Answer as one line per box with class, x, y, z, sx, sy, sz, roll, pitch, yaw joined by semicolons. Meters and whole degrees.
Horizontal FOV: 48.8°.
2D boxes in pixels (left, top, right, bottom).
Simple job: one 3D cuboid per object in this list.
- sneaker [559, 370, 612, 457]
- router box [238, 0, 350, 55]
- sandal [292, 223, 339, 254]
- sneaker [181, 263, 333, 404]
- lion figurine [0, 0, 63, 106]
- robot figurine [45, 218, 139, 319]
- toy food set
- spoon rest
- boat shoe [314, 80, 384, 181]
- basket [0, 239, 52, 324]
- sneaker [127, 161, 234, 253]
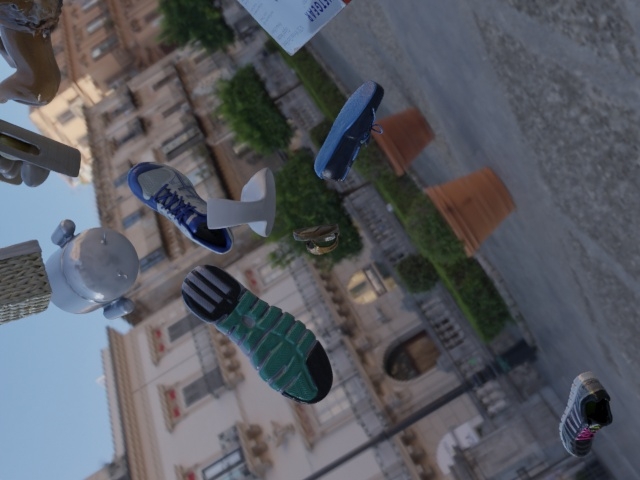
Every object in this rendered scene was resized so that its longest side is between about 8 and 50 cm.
sneaker;0.478;0.324;1.263;0.075;0.063;0.170;-119;31;-68
router box;-0.085;-0.416;0.955;0.301;0.082;0.335;44;173;-12
sandal;0.000;0.000;1.199;0.180;0.072;0.049;17;-116;-83
sneaker;-0.074;0.109;0.880;0.223;0.083;0.098;45;175;-5
lion figurine;-0.575;-0.383;1.369;0.240;0.142;0.392;24;148;12
robot figurine;-0.618;0.082;1.899;0.353;0.200;0.300;-23;107;49
toy food set;-0.598;-0.152;1.280;0.219;0.092;0.306;21;165;-40
spoon rest;-0.124;-0.064;1.335;0.276;0.084;0.137;-33;-54;-72
boat shoe;0.079;-0.255;1.663;0.089;0.258;0.109;21;-150;-26
basket;-0.554;0.083;1.208;0.103;0.167;0.113;63;146;13
sneaker;-0.313;-0.078;1.647;0.296;0.112;0.131;37;-179;-24
